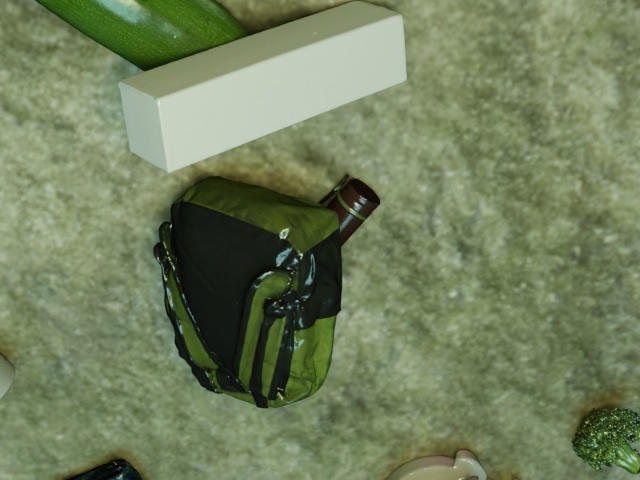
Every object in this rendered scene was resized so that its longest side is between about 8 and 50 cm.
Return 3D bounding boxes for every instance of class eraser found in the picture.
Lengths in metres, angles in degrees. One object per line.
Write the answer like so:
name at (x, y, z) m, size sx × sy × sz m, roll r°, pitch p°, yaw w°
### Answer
eraser at (-0.052, -0.159, 1.587) m, size 0.298 × 0.076 × 0.078 m, roll -23°, pitch 122°, yaw -30°

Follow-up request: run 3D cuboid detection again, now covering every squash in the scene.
squash at (-0.203, -0.248, 1.593) m, size 0.395 × 0.107 × 0.107 m, roll 35°, pitch 109°, yaw -21°

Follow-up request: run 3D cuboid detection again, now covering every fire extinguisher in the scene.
fire extinguisher at (0.000, 0.000, 1.775) m, size 0.064 × 0.043 × 0.158 m, roll 45°, pitch 108°, yaw 8°

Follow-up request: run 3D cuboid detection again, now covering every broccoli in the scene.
broccoli at (0.352, 0.241, 1.909) m, size 0.092 × 0.095 × 0.097 m, roll 33°, pitch 103°, yaw -6°

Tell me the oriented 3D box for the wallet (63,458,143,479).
wallet at (-0.224, 0.437, 1.980) m, size 0.190 × 0.046 × 0.379 m, roll -26°, pitch 118°, yaw 9°

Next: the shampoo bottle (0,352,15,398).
shampoo bottle at (-0.467, 0.071, 1.741) m, size 0.092 × 0.092 × 0.303 m, roll -35°, pitch 116°, yaw 12°

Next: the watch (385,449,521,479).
watch at (0.177, 0.393, 1.891) m, size 0.196 × 0.231 × 0.244 m, roll -12°, pitch 115°, yaw -2°

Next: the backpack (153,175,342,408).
backpack at (-0.074, 0.064, 1.718) m, size 0.207 × 0.140 × 0.253 m, roll 18°, pitch 122°, yaw 33°
